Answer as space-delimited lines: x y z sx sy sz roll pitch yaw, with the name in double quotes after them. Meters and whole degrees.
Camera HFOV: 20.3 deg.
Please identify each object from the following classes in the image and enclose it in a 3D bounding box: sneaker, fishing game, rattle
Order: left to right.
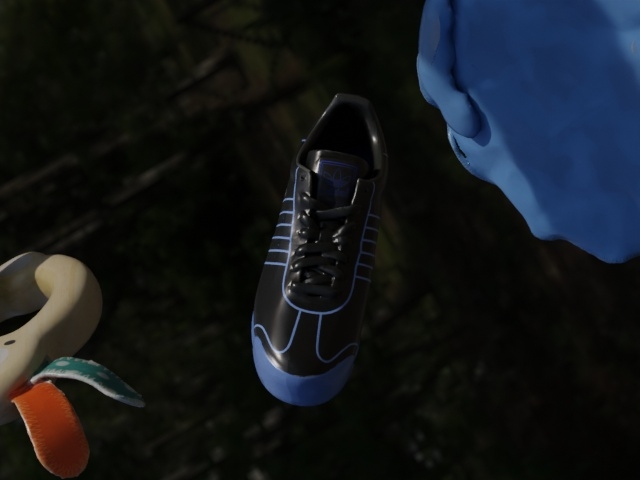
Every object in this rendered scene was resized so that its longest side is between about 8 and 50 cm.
-0.176 0.026 0.921 0.200 0.130 0.142 -137 36 -67 "rattle"
0.000 0.000 1.245 0.090 0.081 0.232 95 -177 -51 "sneaker"
0.124 -0.072 0.843 0.264 0.041 0.189 44 144 12 "fishing game"
